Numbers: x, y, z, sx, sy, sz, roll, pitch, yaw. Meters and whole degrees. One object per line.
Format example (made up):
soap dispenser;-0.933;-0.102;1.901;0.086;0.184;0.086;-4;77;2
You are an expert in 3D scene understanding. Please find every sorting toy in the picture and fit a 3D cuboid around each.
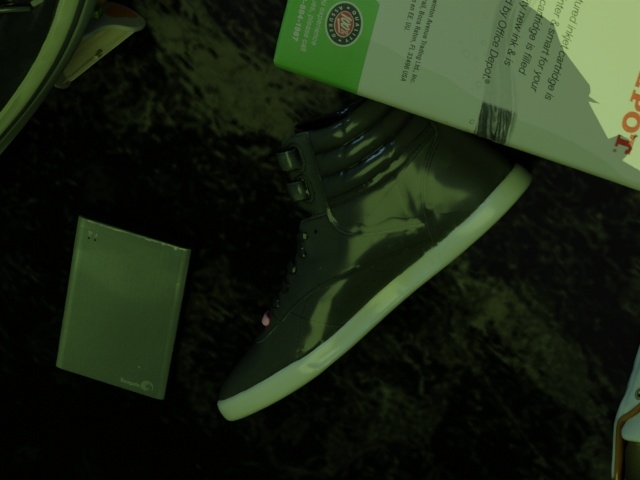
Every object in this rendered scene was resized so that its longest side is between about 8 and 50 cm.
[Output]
sorting toy;-0.182;-0.145;1.327;0.083;0.075;0.045;-34;99;24

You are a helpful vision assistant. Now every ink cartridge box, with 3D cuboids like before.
ink cartridge box;0.130;-0.176;1.201;0.273;0.115;0.198;20;114;9

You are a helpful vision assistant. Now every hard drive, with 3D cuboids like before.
hard drive;-0.154;0.051;1.422;0.094;0.022;0.135;16;114;10

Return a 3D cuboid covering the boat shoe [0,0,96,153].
boat shoe;-0.297;-0.148;1.290;0.500;0.156;0.187;-52;48;28

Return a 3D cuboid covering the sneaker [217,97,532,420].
sneaker;0.000;0.000;1.317;0.296;0.104;0.147;-43;92;19

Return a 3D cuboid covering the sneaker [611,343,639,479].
sneaker;0.272;0.085;1.253;0.106;0.123;0.290;16;112;13
